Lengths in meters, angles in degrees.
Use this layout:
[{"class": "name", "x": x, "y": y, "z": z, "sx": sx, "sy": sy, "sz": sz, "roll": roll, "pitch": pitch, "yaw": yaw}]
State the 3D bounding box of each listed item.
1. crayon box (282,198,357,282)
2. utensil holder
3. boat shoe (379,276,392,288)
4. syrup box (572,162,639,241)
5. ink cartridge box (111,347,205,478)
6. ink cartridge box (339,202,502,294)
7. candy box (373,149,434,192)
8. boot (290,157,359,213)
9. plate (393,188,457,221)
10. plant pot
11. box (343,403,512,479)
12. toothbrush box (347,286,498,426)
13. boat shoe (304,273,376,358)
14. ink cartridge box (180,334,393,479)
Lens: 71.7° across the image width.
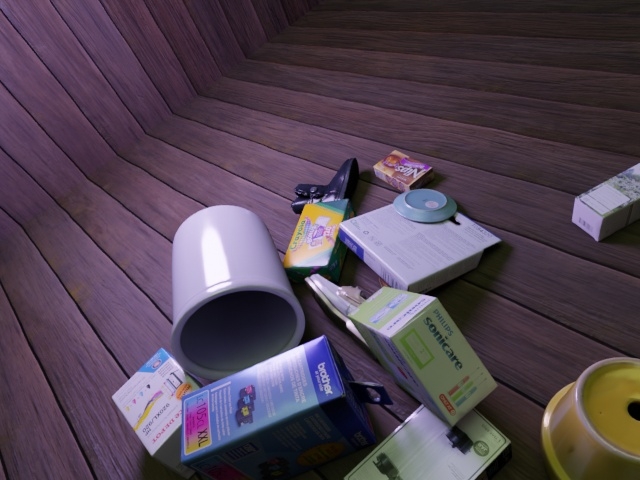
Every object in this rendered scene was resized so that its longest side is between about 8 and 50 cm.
[{"class": "crayon box", "x": 0.000, "y": 0.000, "z": 1.394, "sx": 0.165, "sy": 0.081, "sz": 0.279, "roll": -5, "pitch": 47, "yaw": 28}, {"class": "utensil holder", "x": -0.248, "y": 0.126, "z": 1.222, "sx": 0.327, "sy": 0.328, "sz": 0.386, "roll": -27, "pitch": 41, "yaw": 0}, {"class": "boat shoe", "x": 0.207, "y": 0.130, "z": 1.193, "sx": 0.064, "sy": 0.060, "sz": 0.178, "roll": -27, "pitch": 43, "yaw": -1}, {"class": "syrup box", "x": 0.776, "y": -0.107, "z": 1.122, "sx": 0.236, "sy": 0.096, "sz": 0.093, "roll": -28, "pitch": 45, "yaw": -2}, {"class": "ink cartridge box", "x": -0.360, "y": 0.424, "z": 1.102, "sx": 0.232, "sy": 0.168, "sz": 0.171, "roll": 26, "pitch": 63, "yaw": 40}, {"class": "ink cartridge box", "x": 0.274, "y": -0.001, "z": 1.259, "sx": 0.329, "sy": 0.072, "sz": 0.324, "roll": -20, "pitch": 39, "yaw": -22}, {"class": "candy box", "x": 0.282, "y": -0.232, "z": 1.513, "sx": 0.109, "sy": 0.053, "sz": 0.186, "roll": -37, "pitch": 43, "yaw": -11}, {"class": "boot", "x": 0.015, "y": -0.196, "z": 1.573, "sx": 0.207, "sy": 0.094, "sz": 0.247, "roll": 4, "pitch": 57, "yaw": 23}, {"class": "plate", "x": 0.315, "y": -0.115, "z": 1.333, "sx": 0.187, "sy": 0.024, "sz": 0.188, "roll": -2, "pitch": 35, "yaw": 2}, {"class": "plant pot", "x": 0.507, "y": 0.324, "z": 0.733, "sx": 0.253, "sy": 0.239, "sz": 0.254, "roll": -13, "pitch": 45, "yaw": 13}, {"class": "box", "x": 0.210, "y": 0.446, "z": 0.868, "sx": 0.289, "sy": 0.087, "sz": 0.169, "roll": -38, "pitch": 44, "yaw": -13}, {"class": "toothbrush box", "x": 0.192, "y": 0.219, "z": 0.918, "sx": 0.122, "sy": 0.206, "sz": 0.283, "roll": -36, "pitch": 6, "yaw": -12}, {"class": "boat shoe", "x": 0.079, "y": 0.179, "z": 1.180, "sx": 0.103, "sy": 0.113, "sz": 0.302, "roll": -39, "pitch": 55, "yaw": -15}, {"class": "ink cartridge box", "x": -0.052, "y": 0.367, "z": 0.935, "sx": 0.395, "sy": 0.270, "sz": 0.151, "roll": -25, "pitch": 45, "yaw": 2}]
